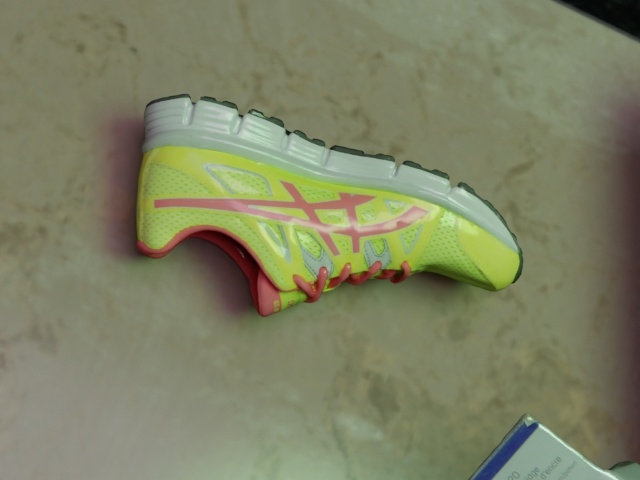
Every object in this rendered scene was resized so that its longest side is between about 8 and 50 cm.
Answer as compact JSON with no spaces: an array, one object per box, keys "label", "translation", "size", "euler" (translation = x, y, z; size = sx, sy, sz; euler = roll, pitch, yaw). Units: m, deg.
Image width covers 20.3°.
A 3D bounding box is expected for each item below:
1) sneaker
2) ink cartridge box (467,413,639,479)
[{"label":"sneaker","translation":[0.000,0.000,0.912],"size":[0.209,0.081,0.094],"euler":[17,77,-5]},{"label":"ink cartridge box","translation":[0.176,0.231,0.860],"size":[0.333,0.065,0.165],"euler":[39,103,-6]}]
